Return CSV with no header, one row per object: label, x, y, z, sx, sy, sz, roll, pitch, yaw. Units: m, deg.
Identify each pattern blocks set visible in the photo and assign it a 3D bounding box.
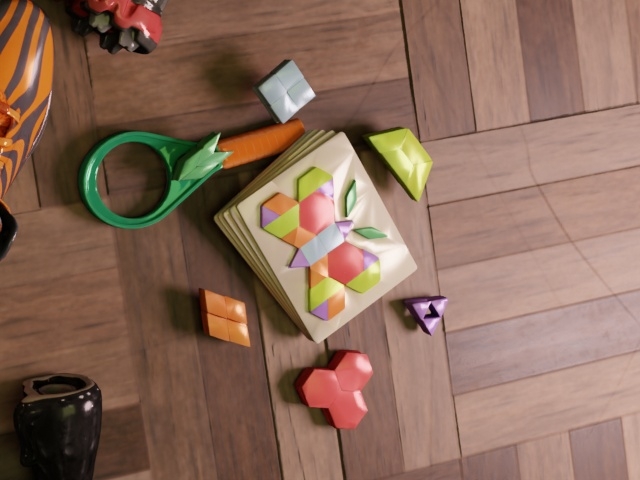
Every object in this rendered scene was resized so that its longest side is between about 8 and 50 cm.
pattern blocks set,0.000,0.000,1.748,0.325,0.026,0.285,44,78,-24

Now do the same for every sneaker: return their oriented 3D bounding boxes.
sneaker,-0.295,-0.064,1.543,0.124,0.180,0.321,22,85,-24
sneaker,-0.240,-0.285,1.599,0.276,0.097,0.135,32,81,-25

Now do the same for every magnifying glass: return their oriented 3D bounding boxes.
magnifying glass,-0.121,-0.075,1.708,0.231,0.026,0.092,-17,100,-20

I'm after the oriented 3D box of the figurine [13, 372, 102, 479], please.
figurine,-0.298,0.243,1.619,0.215,0.092,0.209,-8,101,-23
